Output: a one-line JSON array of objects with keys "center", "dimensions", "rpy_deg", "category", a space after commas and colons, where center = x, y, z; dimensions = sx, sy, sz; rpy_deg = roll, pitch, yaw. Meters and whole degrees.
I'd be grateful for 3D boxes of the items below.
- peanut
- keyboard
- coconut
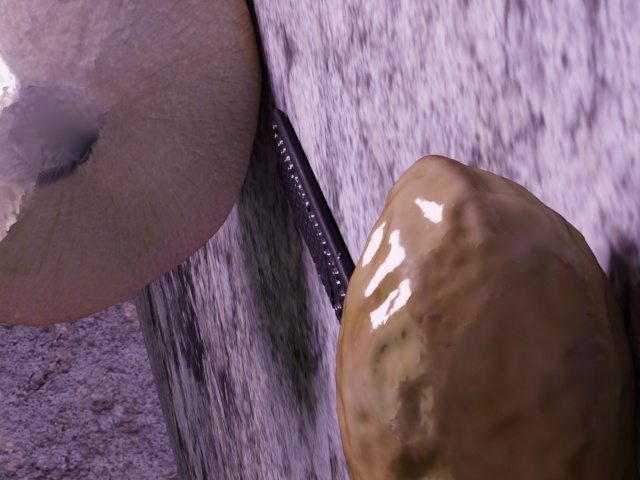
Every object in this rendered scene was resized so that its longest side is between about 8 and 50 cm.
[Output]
[{"center": [0.064, 0.102, 0.548], "dimensions": [0.117, 0.101, 0.263], "rpy_deg": [-17, 83, 60], "category": "peanut"}, {"center": [0.000, 0.000, 1.052], "dimensions": [0.202, 0.011, 0.067], "rpy_deg": [-113, 13, -49], "category": "keyboard"}, {"center": [-0.190, -0.097, 1.199], "dimensions": [0.309, 0.297, 0.298], "rpy_deg": [-146, 44, -76], "category": "coconut"}]
